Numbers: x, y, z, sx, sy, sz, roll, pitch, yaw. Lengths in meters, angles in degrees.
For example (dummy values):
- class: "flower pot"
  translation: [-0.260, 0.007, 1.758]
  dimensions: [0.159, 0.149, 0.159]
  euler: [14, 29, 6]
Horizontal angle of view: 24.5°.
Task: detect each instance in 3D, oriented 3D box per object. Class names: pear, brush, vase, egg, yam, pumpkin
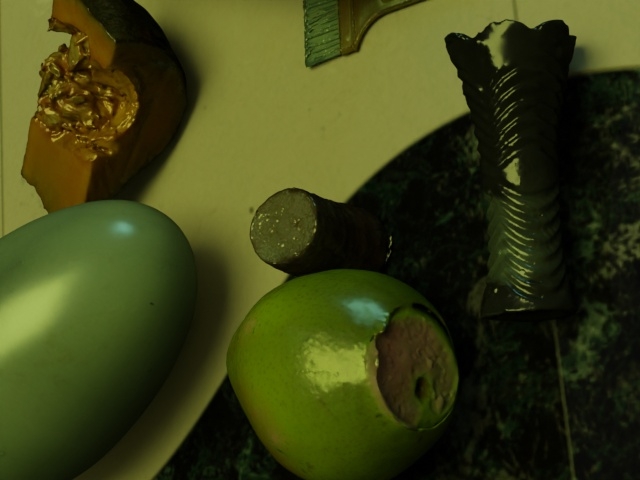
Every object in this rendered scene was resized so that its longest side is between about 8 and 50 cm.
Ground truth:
- class: "pear"
  translation: [0.012, 0.117, 1.246]
  dimensions: [0.220, 0.187, 0.187]
  euler: [-18, 68, 48]
- class: "brush"
  translation: [0.070, -0.229, 1.379]
  dimensions: [0.218, 0.010, 0.082]
  euler: [-15, 70, 34]
- class: "vase"
  translation: [0.165, -0.054, 1.214]
  dimensions: [0.115, 0.115, 0.237]
  euler: [-10, 79, 36]
- class: "egg"
  translation: [-0.267, 0.107, 1.420]
  dimensions: [0.371, 0.230, 0.230]
  euler: [-42, 58, 15]
- class: "yam"
  translation: [-0.001, -0.002, 1.308]
  dimensions: [0.084, 0.127, 0.084]
  euler: [-9, 73, 32]
- class: "pumpkin"
  translation: [-0.217, -0.135, 1.518]
  dimensions: [0.131, 0.126, 0.248]
  euler: [38, 122, 29]
